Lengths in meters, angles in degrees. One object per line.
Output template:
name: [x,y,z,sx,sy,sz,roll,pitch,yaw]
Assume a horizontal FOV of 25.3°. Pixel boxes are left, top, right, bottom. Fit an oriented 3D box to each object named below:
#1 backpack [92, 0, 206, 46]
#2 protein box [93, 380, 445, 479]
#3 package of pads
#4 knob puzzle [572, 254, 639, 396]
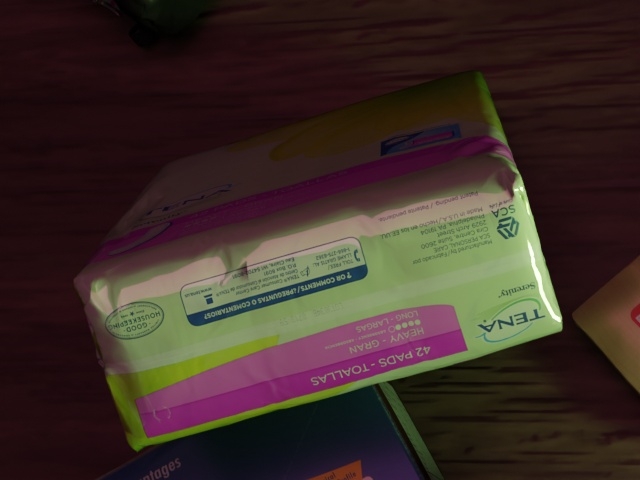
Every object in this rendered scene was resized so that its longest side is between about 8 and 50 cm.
backpack: [-0.146,-0.241,0.983,0.182,0.115,0.152,32,86,22]
protein box: [-0.010,0.199,0.807,0.200,0.136,0.201,-30,70,4]
package of pads: [0.000,0.000,0.791,0.229,0.296,0.101,-16,103,8]
knob puzzle: [0.278,0.061,0.838,0.213,0.030,0.213,-4,72,12]
